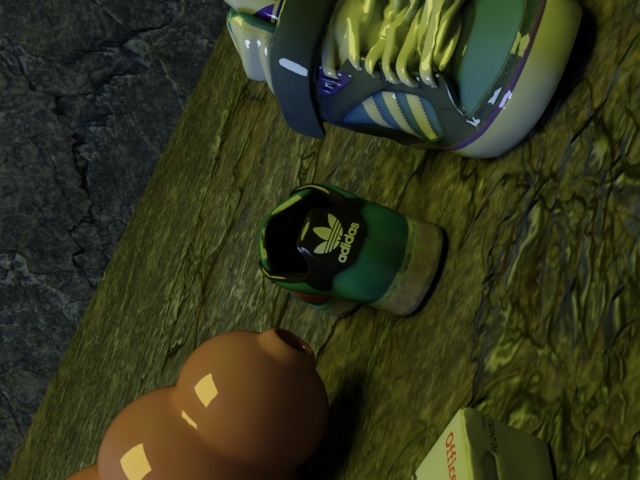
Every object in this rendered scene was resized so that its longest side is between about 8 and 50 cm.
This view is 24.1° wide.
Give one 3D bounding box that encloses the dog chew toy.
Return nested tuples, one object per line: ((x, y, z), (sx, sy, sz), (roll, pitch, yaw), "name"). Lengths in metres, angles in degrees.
((-0.110, 0.217, 1.252), (0.331, 0.207, 0.206), (-56, 17, 12), "dog chew toy")

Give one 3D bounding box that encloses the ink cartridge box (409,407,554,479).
((0.076, 0.189, 0.866), (0.150, 0.063, 0.109), (-59, 17, 30), "ink cartridge box")

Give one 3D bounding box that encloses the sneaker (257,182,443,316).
((0.000, 0.000, 1.286), (0.108, 0.121, 0.302), (-70, 15, -7), "sneaker")

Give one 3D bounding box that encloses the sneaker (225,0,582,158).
((0.034, -0.159, 1.163), (0.323, 0.236, 0.130), (172, 119, -73), "sneaker")
